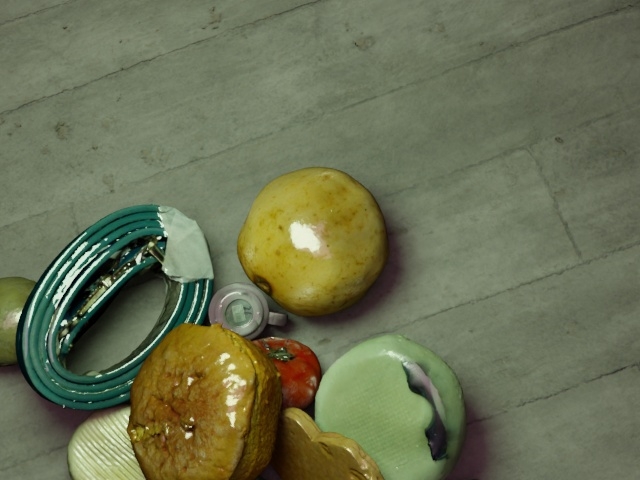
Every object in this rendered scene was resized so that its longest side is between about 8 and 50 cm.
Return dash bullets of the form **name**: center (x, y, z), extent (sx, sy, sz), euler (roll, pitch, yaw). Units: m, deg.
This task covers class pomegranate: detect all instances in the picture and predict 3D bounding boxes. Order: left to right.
- **pomegranate**: center (-0.017, 0.005, 1.688), extent (0.307, 0.307, 0.307), euler (-2, 73, 5)

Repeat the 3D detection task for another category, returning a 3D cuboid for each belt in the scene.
- **belt**: center (-0.392, 0.129, 1.684), extent (0.300, 0.173, 0.436), euler (42, 72, -14)

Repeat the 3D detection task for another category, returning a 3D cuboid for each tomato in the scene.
- **tomato**: center (-0.088, 0.274, 1.665), extent (0.187, 0.187, 0.151), euler (14, 107, 9)

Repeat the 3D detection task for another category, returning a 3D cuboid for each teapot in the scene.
- **teapot**: center (-0.147, 0.135, 1.720), extent (0.148, 0.146, 0.116), euler (-18, 91, -7)

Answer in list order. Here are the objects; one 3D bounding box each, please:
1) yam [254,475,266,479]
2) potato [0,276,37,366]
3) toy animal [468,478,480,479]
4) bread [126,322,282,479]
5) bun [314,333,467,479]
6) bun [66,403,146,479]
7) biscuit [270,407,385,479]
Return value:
- **yam**: center (-0.200, 0.534, 1.598), extent (0.268, 0.161, 0.161), euler (-39, 73, -8)
- **potato**: center (-0.638, 0.166, 1.760), extent (0.235, 0.160, 0.178), euler (-20, 32, 13)
- **toy animal**: center (0.249, 0.546, 1.581), extent (0.108, 0.138, 0.236), euler (35, 93, 45)
- **bread**: center (-0.206, 0.302, 1.526), extent (0.312, 0.172, 0.312), euler (-13, 68, 34)
- **bun**: center (0.143, 0.321, 1.624), extent (0.293, 0.187, 0.293), euler (-1, 88, 25)
- **bun**: center (-0.373, 0.415, 1.675), extent (0.222, 0.127, 0.222), euler (-2, 81, 13)
- **biscuit**: center (0.039, 0.461, 1.564), extent (0.051, 0.269, 0.376), euler (-28, 72, -41)
